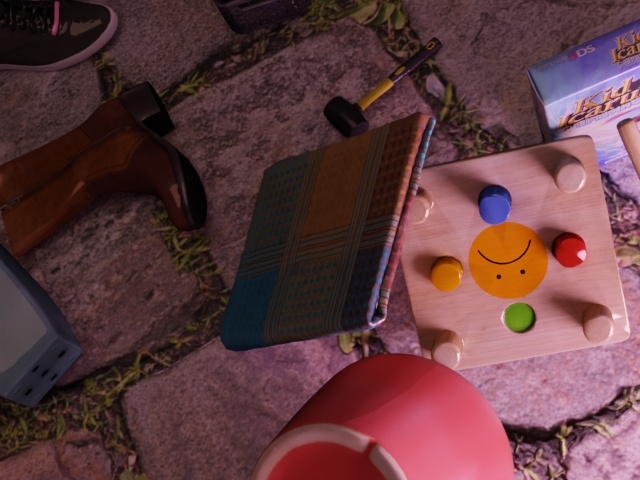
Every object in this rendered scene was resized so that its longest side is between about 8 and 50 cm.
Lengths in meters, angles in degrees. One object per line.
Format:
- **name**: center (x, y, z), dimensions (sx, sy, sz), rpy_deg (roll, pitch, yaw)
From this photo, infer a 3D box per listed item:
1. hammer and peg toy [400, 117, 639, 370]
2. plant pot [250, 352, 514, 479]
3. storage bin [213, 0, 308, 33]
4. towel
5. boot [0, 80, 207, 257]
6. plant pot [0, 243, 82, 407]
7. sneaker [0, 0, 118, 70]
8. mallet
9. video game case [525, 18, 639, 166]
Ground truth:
- **hammer and peg toy**: center (0.274, 0.003, 1.562), dimensions (0.361, 0.127, 0.266), rpy_deg (-12, 100, 11)
- **plant pot**: center (0.054, 0.276, 1.462), dimensions (0.274, 0.243, 0.275), rpy_deg (2, 94, 24)
- **storage bin**: center (-0.098, -0.404, 1.895), dimensions (0.122, 0.084, 0.180), rpy_deg (-16, 67, 9)
- **towel**: center (0.000, 0.000, 1.612), dimensions (0.370, 0.040, 0.272), rpy_deg (-14, 57, 58)
- **boot**: center (-0.315, -0.063, 1.820), dimensions (0.280, 0.096, 0.264), rpy_deg (-30, 65, 4)
- **plant pot**: center (-0.447, 0.104, 1.759), dimensions (0.234, 0.166, 0.165), rpy_deg (39, 84, 18)
- **sneaker**: center (-0.454, -0.324, 1.928), dimensions (0.295, 0.147, 0.105), rpy_deg (-4, 67, 13)
- **mallet**: center (0.096, -0.207, 1.796), dimensions (0.189, 0.039, 0.062), rpy_deg (-34, 65, -3)
- **video game case**: center (0.394, -0.185, 1.587), dimensions (0.269, 0.244, 0.061), rpy_deg (-23, 66, 6)
